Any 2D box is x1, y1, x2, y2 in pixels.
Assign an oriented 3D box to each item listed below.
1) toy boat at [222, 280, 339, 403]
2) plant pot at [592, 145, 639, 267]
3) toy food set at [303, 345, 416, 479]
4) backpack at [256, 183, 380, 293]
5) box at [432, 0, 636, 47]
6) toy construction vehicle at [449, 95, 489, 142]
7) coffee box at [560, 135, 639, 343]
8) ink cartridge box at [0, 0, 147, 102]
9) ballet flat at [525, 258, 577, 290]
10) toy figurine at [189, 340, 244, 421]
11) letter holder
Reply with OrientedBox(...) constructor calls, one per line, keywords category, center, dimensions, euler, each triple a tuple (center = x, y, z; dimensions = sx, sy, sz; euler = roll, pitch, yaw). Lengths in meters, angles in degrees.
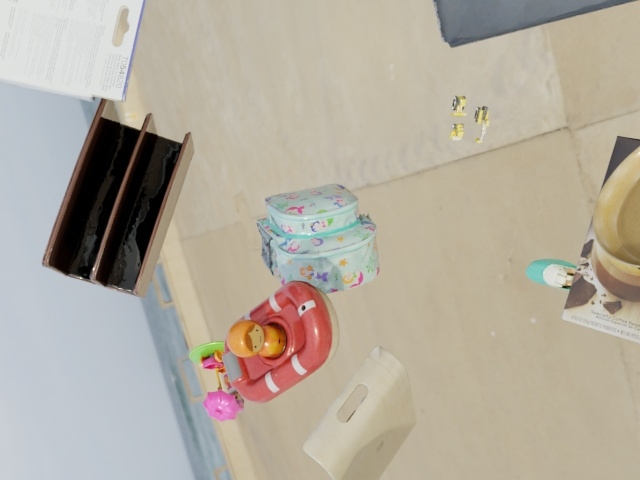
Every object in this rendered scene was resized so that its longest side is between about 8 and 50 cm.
OrientedBox(category="toy boat", center=(-0.086, 0.158, 1.046), dimensions=(0.231, 0.151, 0.151), euler=(-38, 60, 24))
OrientedBox(category="plant pot", center=(0.441, -0.057, 0.781), dimensions=(0.032, 0.236, 0.236), euler=(38, 177, -23))
OrientedBox(category="toy food set", center=(0.070, 0.349, 1.187), dimensions=(0.092, 0.219, 0.306), euler=(26, 152, 30))
OrientedBox(category="backpack", center=(0.000, 0.000, 1.324), dimensions=(0.253, 0.225, 0.191), euler=(-127, 28, -57))
OrientedBox(category="box", center=(0.410, -0.555, 1.027), dimensions=(0.471, 0.480, 0.297), euler=(-71, -34, -55))
OrientedBox(category="toy construction vehicle", center=(0.321, -0.258, 1.413), dimensions=(0.035, 0.086, 0.098), euler=(-124, 38, -60))
OrientedBox(category="coffee box", center=(0.505, 0.007, 1.009), dimensions=(0.168, 0.119, 0.297), euler=(17, 91, 33))
OrientedBox(category="ink cartridge box", center=(-0.367, -0.325, 0.973), dimensions=(0.045, 0.224, 0.223), euler=(37, -115, -86))
OrientedBox(category="ballet flat", center=(0.716, 0.107, 1.875), dimensions=(0.087, 0.248, 0.083), euler=(-35, -44, -75))
OrientedBox(category="toy figurine", center=(-0.210, 0.330, 1.478), dimensions=(0.173, 0.130, 0.159), euler=(31, -140, -47))
OrientedBox(category="letter holder", center=(-0.334, -0.071, 1.118), dimensions=(0.214, 0.152, 0.301), euler=(139, 147, -77))
